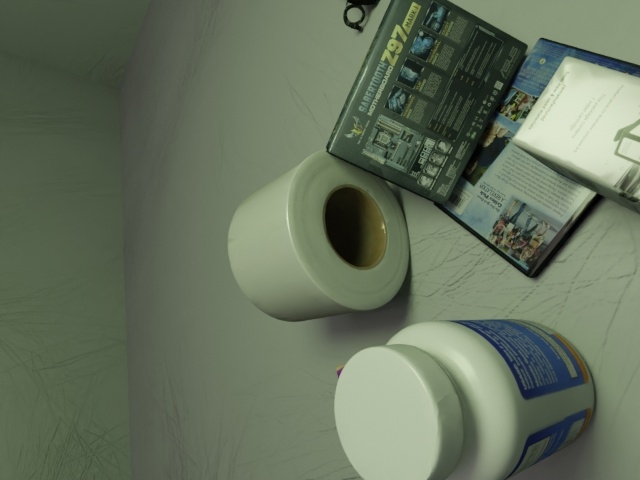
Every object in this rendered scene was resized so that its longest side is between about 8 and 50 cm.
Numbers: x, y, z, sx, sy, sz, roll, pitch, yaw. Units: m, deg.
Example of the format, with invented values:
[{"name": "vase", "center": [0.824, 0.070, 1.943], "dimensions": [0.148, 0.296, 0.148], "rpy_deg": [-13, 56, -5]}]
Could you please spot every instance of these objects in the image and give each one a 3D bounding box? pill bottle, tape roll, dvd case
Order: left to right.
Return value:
[{"name": "tape roll", "center": [0.000, 0.000, 0.644], "dimensions": [0.169, 0.246, 0.246], "rpy_deg": [-20, 68, 47]}, {"name": "pill bottle", "center": [0.149, 0.157, 0.410], "dimensions": [0.152, 0.272, 0.152], "rpy_deg": [-13, 73, 49]}, {"name": "dvd case", "center": [0.272, -0.105, 0.507], "dimensions": [0.180, 0.022, 0.253], "rpy_deg": [50, 121, 42]}]

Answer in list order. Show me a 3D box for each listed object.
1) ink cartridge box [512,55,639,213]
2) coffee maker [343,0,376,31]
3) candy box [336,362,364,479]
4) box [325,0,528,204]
[{"name": "ink cartridge box", "center": [0.297, -0.064, 0.348], "dimensions": [0.203, 0.148, 0.086], "rpy_deg": [42, 114, 35]}, {"name": "coffee maker", "center": [0.045, -0.541, 0.787], "dimensions": [0.171, 0.120, 0.178], "rpy_deg": [-56, 45, 29]}, {"name": "candy box", "center": [0.097, 0.273, 0.629], "dimensions": [0.109, 0.053, 0.186], "rpy_deg": [-38, 57, 40]}, {"name": "box", "center": [0.136, -0.189, 0.548], "dimensions": [0.059, 0.183, 0.232], "rpy_deg": [-109, 42, -75]}]
